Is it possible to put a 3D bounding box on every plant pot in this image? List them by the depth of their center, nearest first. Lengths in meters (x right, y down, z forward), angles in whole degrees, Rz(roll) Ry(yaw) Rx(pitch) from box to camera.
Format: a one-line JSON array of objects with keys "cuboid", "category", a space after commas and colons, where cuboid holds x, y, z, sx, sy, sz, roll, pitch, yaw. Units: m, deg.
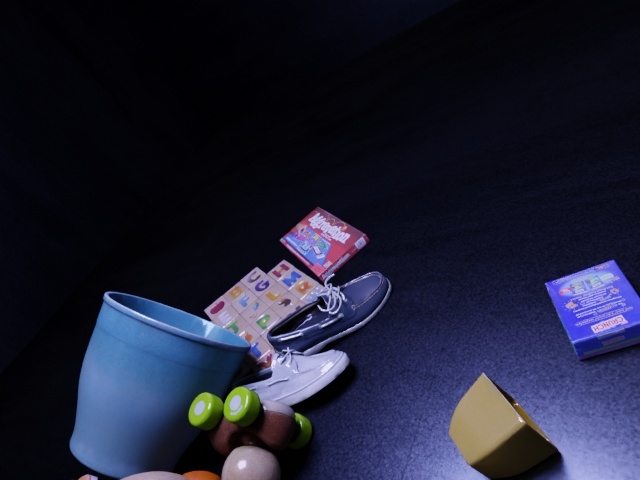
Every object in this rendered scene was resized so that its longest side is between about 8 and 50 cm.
[{"cuboid": [0.200, 0.223, 0.528, 0.083, 0.081, 0.081, -45, 27, 8], "category": "plant pot"}, {"cuboid": [-0.296, 0.257, 0.802, 0.271, 0.271, 0.255, 9, 75, 54], "category": "plant pot"}]

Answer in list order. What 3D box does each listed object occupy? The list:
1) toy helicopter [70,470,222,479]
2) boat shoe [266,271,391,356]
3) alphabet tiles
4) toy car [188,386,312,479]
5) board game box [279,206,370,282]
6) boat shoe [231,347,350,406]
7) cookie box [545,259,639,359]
[{"cuboid": [-0.327, 0.429, 0.660, 0.354, 0.235, 0.140, -29, 30, 12], "category": "toy helicopter"}, {"cuboid": [0.016, 0.131, 0.860, 0.254, 0.079, 0.095, -31, 31, 1], "category": "boat shoe"}, {"cuboid": [-0.135, 0.169, 1.015, 0.285, 0.011, 0.342, -40, 33, -16], "category": "alphabet tiles"}, {"cuboid": [-0.113, 0.336, 0.668, 0.148, 0.155, 0.189, -20, 46, 31], "category": "toy car"}, {"cuboid": [0.000, 0.000, 1.144, 0.145, 0.027, 0.281, -41, 28, -7], "category": "board game box"}, {"cuboid": [-0.060, 0.234, 0.789, 0.227, 0.081, 0.079, -30, 3, 17], "category": "boat shoe"}, {"cuboid": [0.354, 0.088, 0.584, 0.091, 0.040, 0.107, -25, 30, 23], "category": "cookie box"}]
